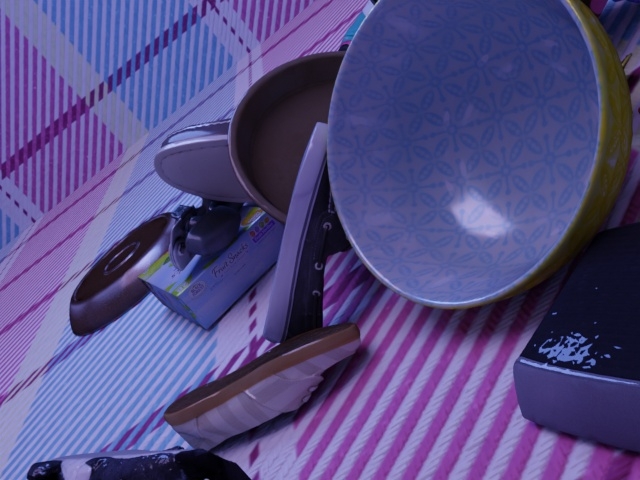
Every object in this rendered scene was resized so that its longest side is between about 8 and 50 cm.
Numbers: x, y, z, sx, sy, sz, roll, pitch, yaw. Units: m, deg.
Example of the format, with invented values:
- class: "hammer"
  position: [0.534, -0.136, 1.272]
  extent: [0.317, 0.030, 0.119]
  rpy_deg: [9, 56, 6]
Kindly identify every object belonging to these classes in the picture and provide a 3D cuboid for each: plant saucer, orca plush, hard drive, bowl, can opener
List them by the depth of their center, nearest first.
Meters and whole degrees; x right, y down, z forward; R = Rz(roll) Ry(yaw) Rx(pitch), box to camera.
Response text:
- class: "hard drive"
  position: [0.240, 0.048, 0.472]
  extent: [0.172, 0.054, 0.255]
  rpy_deg: [-50, 23, -24]
- class: "bowl"
  position: [0.156, -0.087, 0.703]
  extent: [0.156, 0.289, 0.289]
  rpy_deg: [-1, -9, -40]
- class: "orca plush"
  position: [-0.175, 0.252, 0.768]
  extent: [0.287, 0.102, 0.151]
  rpy_deg: [-14, -13, 32]
- class: "plant saucer"
  position: [0.033, -0.109, 0.936]
  extent: [0.278, 0.278, 0.041]
  rpy_deg: [-52, -18, -28]
- class: "can opener"
  position: [-0.126, -0.055, 1.120]
  extent: [0.093, 0.074, 0.280]
  rpy_deg: [11, 39, 15]
- class: "plant saucer"
  position: [-0.353, 0.046, 1.494]
  extent: [0.311, 0.050, 0.310]
  rpy_deg: [-35, 20, 15]

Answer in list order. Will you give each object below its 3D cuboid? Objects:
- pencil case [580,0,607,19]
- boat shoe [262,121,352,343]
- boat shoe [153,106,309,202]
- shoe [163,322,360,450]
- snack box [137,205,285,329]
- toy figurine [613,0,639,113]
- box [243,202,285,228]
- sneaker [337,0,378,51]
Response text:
- class: "pencil case"
  position: [0.202, -0.214, 0.741]
  extent: [0.098, 0.209, 0.095]
  rpy_deg: [-15, 60, -10]
- class: "boat shoe"
  position: [0.000, 0.000, 0.812]
  extent: [0.080, 0.076, 0.228]
  rpy_deg: [-105, 28, -83]
- class: "boat shoe"
  position: [-0.046, -0.122, 1.032]
  extent: [0.325, 0.116, 0.096]
  rpy_deg: [-3, 54, 3]
- class: "shoe"
  position: [-0.050, 0.143, 0.783]
  extent: [0.219, 0.058, 0.076]
  rpy_deg: [-28, 3, 18]
- class: "snack box"
  position: [-0.153, 0.028, 1.157]
  extent: [0.174, 0.070, 0.207]
  rpy_deg: [-45, 23, -17]
- class: "toy figurine"
  position: [0.363, -0.311, 0.765]
  extent: [0.362, 0.217, 0.191]
  rpy_deg: [-46, 22, -15]
- class: "box"
  position: [-0.012, -0.094, 1.184]
  extent: [0.183, 0.056, 0.231]
  rpy_deg: [-49, 23, -19]
- class: "sneaker"
  position: [0.085, -0.221, 1.195]
  extent: [0.178, 0.124, 0.295]
  rpy_deg: [-52, 35, 24]
